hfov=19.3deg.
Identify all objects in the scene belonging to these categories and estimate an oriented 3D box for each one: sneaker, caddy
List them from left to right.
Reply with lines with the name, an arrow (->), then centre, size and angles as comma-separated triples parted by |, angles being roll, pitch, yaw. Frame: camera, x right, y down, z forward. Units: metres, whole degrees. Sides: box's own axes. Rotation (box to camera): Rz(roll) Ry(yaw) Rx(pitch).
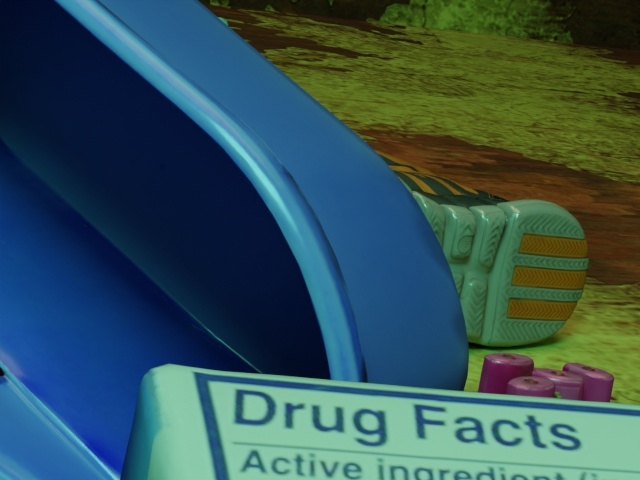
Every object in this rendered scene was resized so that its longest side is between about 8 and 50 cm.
caddy -> -0.119, 0.021, 0.616 | 0.341, 0.241, 0.179 | 41, 17, 18
sneaker -> 0.000, 0.000, 1.164 | 0.321, 0.124, 0.180 | 12, 5, -41

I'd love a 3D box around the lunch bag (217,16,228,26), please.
lunch bag -> -0.194, -0.019, 0.843 | 0.262, 0.223, 0.160 | 11, 8, 14

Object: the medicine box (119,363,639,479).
medicine box -> 0.101, 0.166, 0.295 | 0.264, 0.149, 0.289 | 6, 31, -15

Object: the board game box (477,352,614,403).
board game box -> 0.283, 0.151, 0.846 | 0.390, 0.050, 0.390 | 8, 14, -7
